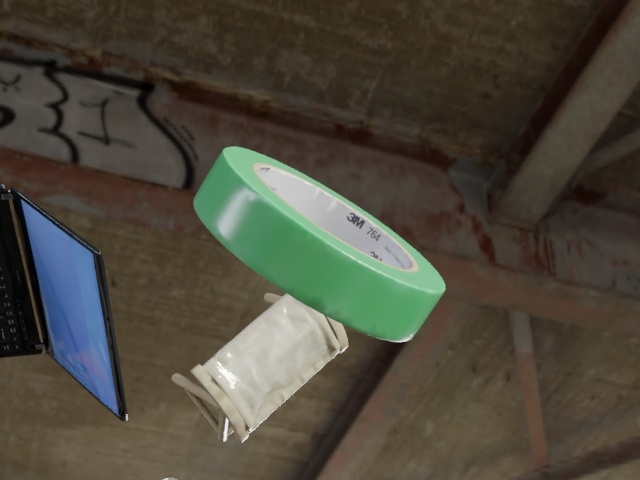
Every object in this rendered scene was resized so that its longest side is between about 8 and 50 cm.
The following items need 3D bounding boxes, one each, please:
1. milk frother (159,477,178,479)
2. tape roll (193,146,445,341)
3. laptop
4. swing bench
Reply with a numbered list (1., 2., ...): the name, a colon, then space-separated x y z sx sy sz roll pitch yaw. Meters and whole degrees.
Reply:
1. milk frother: -0.236 0.459 1.699 0.143 0.135 0.129 -44 -38 -4
2. tape roll: 0.000 0.000 1.213 0.321 0.321 0.077 27 -76 -25
3. laptop: -0.341 0.075 1.004 0.265 0.136 0.234 -5 -53 -7
4. swing bench: -0.101 0.214 1.720 0.165 0.253 0.255 52 -20 -3
